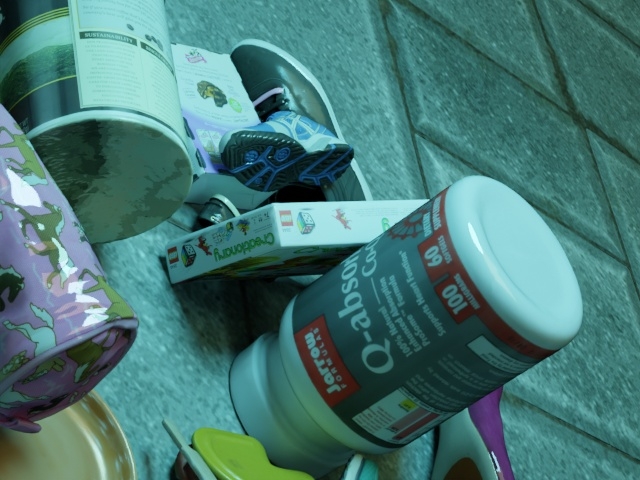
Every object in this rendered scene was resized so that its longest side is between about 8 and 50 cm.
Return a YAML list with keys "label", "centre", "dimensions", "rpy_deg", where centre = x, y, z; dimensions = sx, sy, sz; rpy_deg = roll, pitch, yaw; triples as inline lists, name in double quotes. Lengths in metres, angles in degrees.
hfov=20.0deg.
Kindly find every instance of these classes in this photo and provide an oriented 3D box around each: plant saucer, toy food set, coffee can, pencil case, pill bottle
- label: "plant saucer"
  centre: [-0.257, 0.199, 1.700]
  dimensions: [0.200, 0.037, 0.200]
  rpy_deg: [36, 32, -28]
- label: "toy food set"
  centre: [-0.090, 0.258, 1.869]
  dimensions: [0.218, 0.071, 0.128]
  rpy_deg: [21, 18, -48]
- label: "coffee can"
  centre: [-0.251, -0.164, 1.937]
  dimensions: [0.201, 0.201, 0.275]
  rpy_deg: [27, 38, -40]
- label: "pencil case"
  centre: [-0.325, -0.015, 1.656]
  dimensions: [0.160, 0.167, 0.386]
  rpy_deg: [-22, 68, -41]
- label: "pill bottle"
  centre: [0.087, 0.105, 1.978]
  dimensions: [0.210, 0.363, 0.210]
  rpy_deg: [38, 32, -28]

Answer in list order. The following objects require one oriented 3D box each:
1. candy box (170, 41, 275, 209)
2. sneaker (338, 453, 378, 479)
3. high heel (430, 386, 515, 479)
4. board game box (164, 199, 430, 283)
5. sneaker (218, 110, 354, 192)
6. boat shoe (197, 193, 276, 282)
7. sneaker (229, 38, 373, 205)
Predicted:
- label: "candy box"
  centre: [-0.147, -0.141, 2.211]
  dimensions: [0.165, 0.070, 0.196]
  rpy_deg: [6, 54, -54]
- label: "sneaker"
  centre: [0.053, 0.355, 1.899]
  dimensions: [0.110, 0.107, 0.275]
  rpy_deg: [3, 54, -7]
- label: "high heel"
  centre: [0.216, 0.260, 2.243]
  dimensions: [0.181, 0.127, 0.377]
  rpy_deg: [15, 42, -35]
- label: "board game box"
  centre: [0.000, 0.000, 2.078]
  dimensions: [0.305, 0.193, 0.053]
  rpy_deg: [-3, 79, -43]
- label: "sneaker"
  centre: [-0.054, -0.111, 2.182]
  dimensions: [0.211, 0.080, 0.081]
  rpy_deg: [3, 37, -52]
- label: "boat shoe"
  centre: [-0.097, 0.005, 2.157]
  dimensions: [0.133, 0.049, 0.042]
  rpy_deg: [50, 60, -25]
- label: "sneaker"
  centre: [-0.041, -0.126, 2.315]
  dimensions: [0.296, 0.104, 0.147]
  rpy_deg: [59, 23, 1]
